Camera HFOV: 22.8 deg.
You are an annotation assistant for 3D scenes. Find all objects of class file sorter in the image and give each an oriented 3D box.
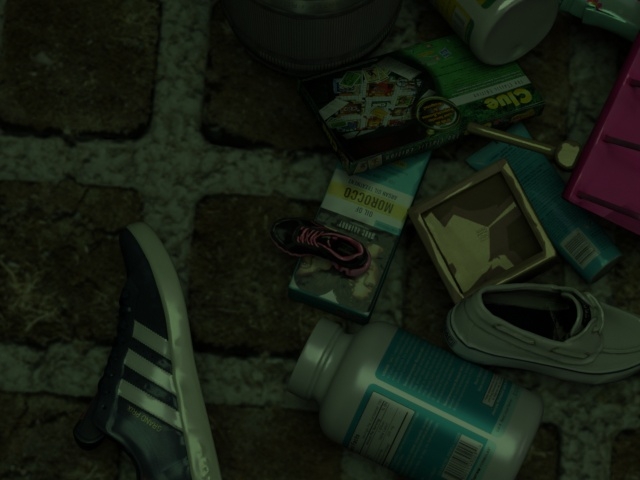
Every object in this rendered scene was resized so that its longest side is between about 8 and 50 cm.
[{"bbox_3d":[0.436,-0.123,1.683,0.202,0.182,0.290,24,93,-22],"label":"file sorter"}]

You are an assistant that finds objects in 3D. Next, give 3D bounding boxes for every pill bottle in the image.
[{"bbox_3d":[0.100,0.182,1.736,0.264,0.146,0.146,26,77,6],"label":"pill bottle"},{"bbox_3d":[0.176,-0.314,1.860,0.117,0.117,0.208,-32,60,-8],"label":"pill bottle"}]

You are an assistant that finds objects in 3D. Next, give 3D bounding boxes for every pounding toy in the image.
[{"bbox_3d":[0.210,-0.046,1.802,0.206,0.094,0.181,-28,78,8],"label":"pounding toy"}]

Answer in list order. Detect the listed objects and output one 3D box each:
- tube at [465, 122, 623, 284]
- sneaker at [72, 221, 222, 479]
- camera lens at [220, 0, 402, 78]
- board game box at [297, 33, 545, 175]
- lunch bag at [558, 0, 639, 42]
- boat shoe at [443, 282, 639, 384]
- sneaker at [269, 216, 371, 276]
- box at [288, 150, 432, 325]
[{"bbox_3d":[0.265,-0.043,1.846,0.080,0.052,0.207,-36,74,-9],"label":"tube"},{"bbox_3d":[-0.209,0.154,1.747,0.148,0.131,0.350,-11,77,-8],"label":"sneaker"},{"bbox_3d":[-0.010,-0.319,1.793,0.219,0.274,0.219,0,76,0],"label":"camera lens"},{"bbox_3d":[0.117,-0.166,1.830,0.260,0.030,0.136,-18,57,-21],"label":"board game box"},{"bbox_3d":[0.423,-0.330,1.861,0.223,0.160,0.262,26,72,5],"label":"lunch bag"},{"bbox_3d":[0.269,0.091,1.746,0.267,0.088,0.096,11,55,-21],"label":"boat shoe"},{"bbox_3d":[0.000,0.000,1.763,0.119,0.057,0.047,18,78,7],"label":"sneaker"},{"bbox_3d":[0.051,-0.033,1.832,0.100,0.060,0.244,20,76,5],"label":"box"}]
